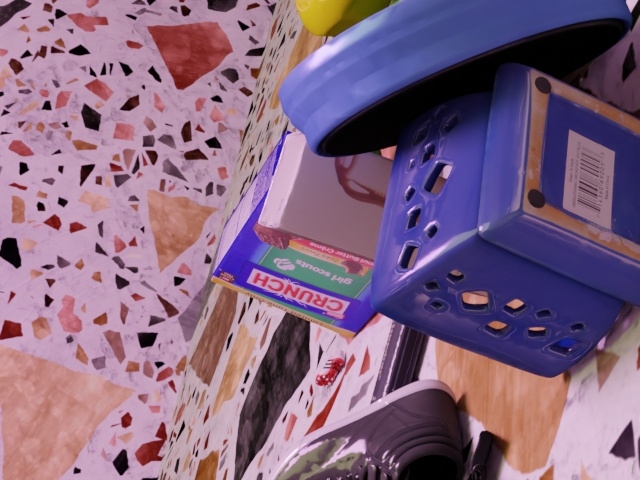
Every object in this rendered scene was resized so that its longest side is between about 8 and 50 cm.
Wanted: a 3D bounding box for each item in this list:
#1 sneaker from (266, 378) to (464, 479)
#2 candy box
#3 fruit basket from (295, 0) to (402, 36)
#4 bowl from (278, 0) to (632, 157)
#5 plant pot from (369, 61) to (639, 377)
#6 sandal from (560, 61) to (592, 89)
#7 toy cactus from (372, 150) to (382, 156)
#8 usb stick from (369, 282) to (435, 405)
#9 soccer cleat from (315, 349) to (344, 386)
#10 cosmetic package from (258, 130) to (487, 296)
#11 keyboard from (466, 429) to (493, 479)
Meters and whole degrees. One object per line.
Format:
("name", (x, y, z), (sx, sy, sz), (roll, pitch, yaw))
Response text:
("sneaker", (0.049, 0.294, 1.410), (0.295, 0.104, 0.147), (-34, 26, 10))
("candy box", (0.000, 0.000, 1.831), (0.317, 0.268, 0.122), (128, 160, -55))
("fruit basket", (0.085, -0.321, 1.718), (0.392, 0.392, 0.283), (146, 138, -68))
("bowl", (0.149, -0.190, 1.241), (0.077, 0.391, 0.391), (70, 158, 5))
("plant pot", (0.211, -0.026, 1.155), (0.212, 0.236, 0.236), (-40, 33, 53))
("sandal", (0.290, -0.185, 1.409), (0.180, 0.072, 0.049), (-55, 42, 36))
("toy cactus", (0.124, -0.188, 2.009), (0.180, 0.112, 0.219), (-58, 0, -42))
("usb stick", (0.119, 0.144, 1.649), (0.077, 0.045, 0.278), (161, 126, -72))
("soccer cleat", (0.017, 0.220, 1.979), (0.083, 0.029, 0.036), (-55, 12, 39))
("cosmetic package", (0.087, -0.033, 1.480), (0.153, 0.296, 0.129), (-164, 92, -76))
("keyboard", (0.169, 0.310, 1.296), (0.100, 0.038, 0.192), (39, -113, -80))
